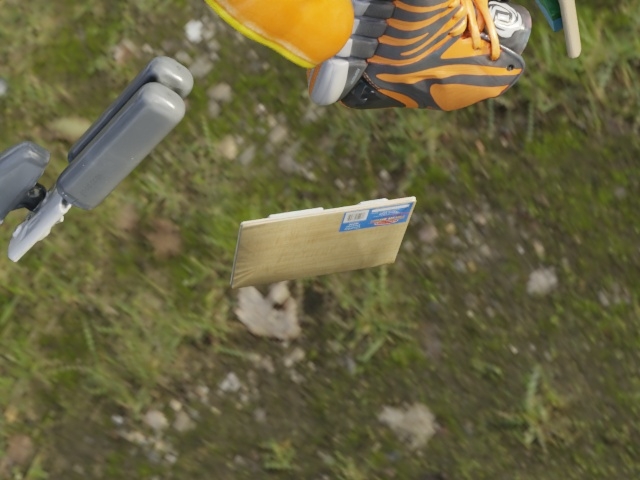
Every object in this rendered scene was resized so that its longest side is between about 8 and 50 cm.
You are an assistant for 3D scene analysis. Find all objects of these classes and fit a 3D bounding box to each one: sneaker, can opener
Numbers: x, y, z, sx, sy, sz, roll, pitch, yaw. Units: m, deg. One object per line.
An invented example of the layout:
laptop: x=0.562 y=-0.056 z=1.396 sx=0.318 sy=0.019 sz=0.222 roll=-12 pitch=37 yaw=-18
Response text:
sneaker: x=0.107 y=-0.226 z=1.296 sx=0.180 sy=0.321 sz=0.125 roll=5 pitch=60 yaw=-14
can opener: x=-0.230 y=-0.079 z=1.385 sx=0.283 sy=0.095 sz=0.076 roll=-40 pitch=27 yaw=39

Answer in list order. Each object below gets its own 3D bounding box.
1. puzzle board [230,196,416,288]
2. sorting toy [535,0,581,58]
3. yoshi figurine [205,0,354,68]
puzzle board: x=0.000 y=0.000 z=1.096 sx=0.128 sy=0.096 sz=0.011 roll=-9 pitch=63 yaw=-13
sorting toy: x=0.265 y=-0.346 z=1.858 sx=0.038 sy=0.193 sz=0.208 roll=-22 pitch=66 yaw=5
yoshi figurine: x=0.056 y=-0.274 z=0.766 sx=0.362 sy=0.203 sz=0.203 roll=-52 pitch=23 yaw=17
